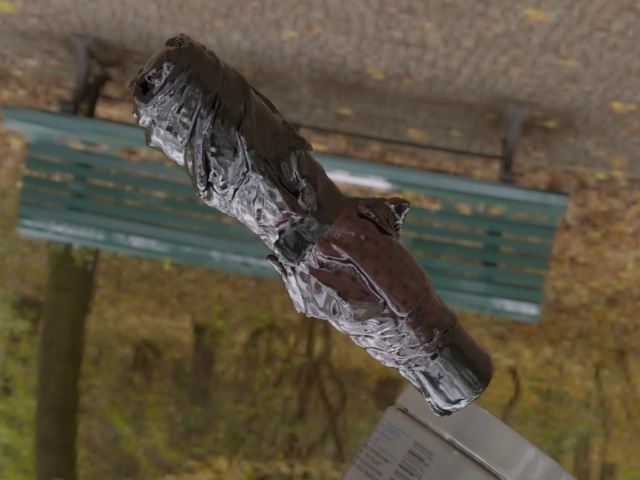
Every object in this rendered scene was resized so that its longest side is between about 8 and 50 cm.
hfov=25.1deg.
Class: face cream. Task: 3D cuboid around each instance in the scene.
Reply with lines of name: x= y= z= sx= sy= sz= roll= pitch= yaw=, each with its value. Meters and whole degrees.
face cream: x=0.110 y=0.219 z=1.210 sx=0.177 sy=0.153 sz=0.177 roll=35 pitch=175 yaw=4

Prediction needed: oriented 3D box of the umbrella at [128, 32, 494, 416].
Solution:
umbrella: x=0.000 y=0.000 z=0.936 sx=0.090 sy=0.094 sz=0.326 roll=-29 pitch=114 yaw=36
